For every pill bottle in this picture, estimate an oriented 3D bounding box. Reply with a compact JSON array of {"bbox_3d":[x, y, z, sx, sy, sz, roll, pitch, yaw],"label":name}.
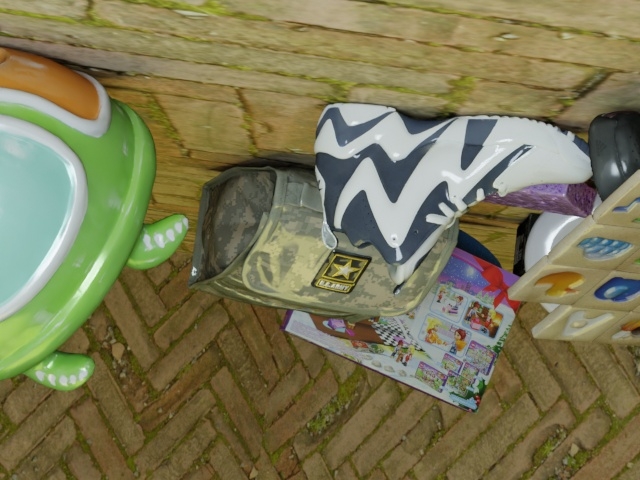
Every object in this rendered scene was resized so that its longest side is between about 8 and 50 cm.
[{"bbox_3d":[0.312,0.023,1.429,0.146,0.146,0.264,5,180,17],"label":"pill bottle"}]

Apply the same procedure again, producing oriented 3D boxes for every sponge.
[{"bbox_3d":[0.158,-0.059,1.292,0.210,0.031,0.117,10,177,25],"label":"sponge"}]

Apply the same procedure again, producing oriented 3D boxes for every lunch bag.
[{"bbox_3d":[0.000,0.000,1.558,0.235,0.169,0.287,12,166,-21],"label":"lunch bag"}]

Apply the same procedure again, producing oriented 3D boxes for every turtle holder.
[{"bbox_3d":[-0.290,-0.013,1.026,0.320,0.243,0.227,-35,134,22],"label":"turtle holder"}]

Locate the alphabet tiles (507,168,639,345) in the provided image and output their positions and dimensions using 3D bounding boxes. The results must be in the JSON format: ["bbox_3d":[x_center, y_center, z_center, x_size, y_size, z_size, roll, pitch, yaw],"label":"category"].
[{"bbox_3d":[0.311,-0.002,0.936,0.285,0.011,0.342,5,148,-24],"label":"alphabet tiles"}]

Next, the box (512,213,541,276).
[{"bbox_3d":[0.347,0.017,1.791,0.147,0.078,0.180,6,175,3],"label":"box"}]

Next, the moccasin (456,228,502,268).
[{"bbox_3d":[0.103,0.017,1.944,0.341,0.138,0.117,20,161,-3],"label":"moccasin"}]

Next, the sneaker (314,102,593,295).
[{"bbox_3d":[0.106,-0.026,1.083,0.234,0.153,0.094,7,177,2],"label":"sneaker"}]

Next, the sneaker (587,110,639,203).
[{"bbox_3d":[0.329,-0.051,0.965,0.162,0.107,0.281,-23,152,38],"label":"sneaker"}]

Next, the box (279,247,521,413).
[{"bbox_3d":[0.116,0.089,1.788,0.293,0.201,0.057,25,173,-9],"label":"box"}]

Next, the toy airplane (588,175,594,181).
[{"bbox_3d":[0.309,-0.053,1.253,0.151,0.028,0.151,8,177,0],"label":"toy airplane"}]
